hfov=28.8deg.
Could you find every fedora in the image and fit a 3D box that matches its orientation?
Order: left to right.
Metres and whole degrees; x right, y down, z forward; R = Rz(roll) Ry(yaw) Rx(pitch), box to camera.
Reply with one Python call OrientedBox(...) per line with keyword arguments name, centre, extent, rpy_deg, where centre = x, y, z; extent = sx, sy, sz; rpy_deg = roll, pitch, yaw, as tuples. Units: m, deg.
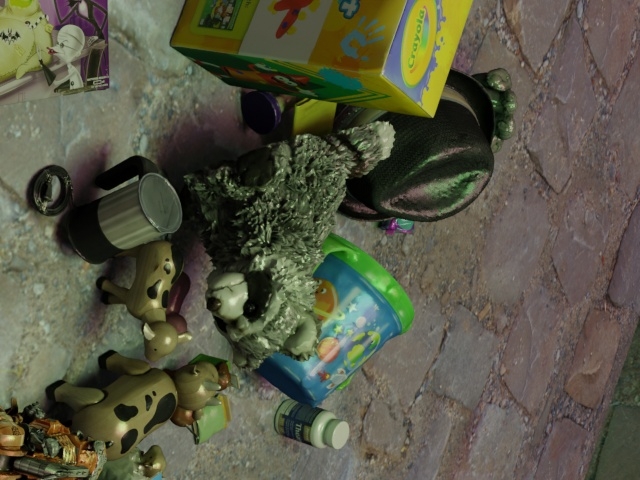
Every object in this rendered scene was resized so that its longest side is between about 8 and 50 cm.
OrientedBox(name="fedora", centre=(0.168, -0.130, 2.096), extent=(0.334, 0.152, 0.334), rpy_deg=(-14, 129, -18))

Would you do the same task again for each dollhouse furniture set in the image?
OrientedBox(name="dollhouse furniture set", centre=(-0.162, 0.253, 1.966), extent=(0.076, 0.058, 0.152), rpy_deg=(-35, 128, -43))

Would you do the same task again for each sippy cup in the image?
OrientedBox(name="sippy cup", centre=(-0.004, 0.138, 2.027), extent=(0.305, 0.240, 0.224), rpy_deg=(48, 71, -23))

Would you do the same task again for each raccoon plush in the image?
OrientedBox(name="raccoon plush", centre=(0.000, 0.000, 1.815), extent=(0.446, 0.216, 0.299), rpy_deg=(-20, 90, -31))

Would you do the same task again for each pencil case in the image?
OrientedBox(name="pencil case", centre=(0.147, -0.089, 2.278), extent=(0.070, 0.064, 0.152), rpy_deg=(-24, 121, -67))

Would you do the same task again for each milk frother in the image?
OrientedBox(name="milk frother", centre=(-0.281, -0.050, 1.629), extent=(0.143, 0.134, 0.129), rpy_deg=(5, 67, -58))

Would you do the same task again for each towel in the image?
OrientedBox(name="towel", centre=(-0.018, -0.138, 1.997), extent=(0.102, 0.021, 0.237), rpy_deg=(-36, 149, -38))

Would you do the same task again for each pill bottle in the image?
OrientedBox(name="pill bottle", centre=(-0.013, 0.318, 2.142), extent=(0.067, 0.120, 0.067), rpy_deg=(-22, 118, -50))

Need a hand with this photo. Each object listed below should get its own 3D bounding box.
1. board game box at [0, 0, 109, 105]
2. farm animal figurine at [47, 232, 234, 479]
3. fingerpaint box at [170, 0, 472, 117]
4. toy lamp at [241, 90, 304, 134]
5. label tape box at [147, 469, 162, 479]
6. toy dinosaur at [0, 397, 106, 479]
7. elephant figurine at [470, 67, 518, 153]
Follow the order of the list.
OrientedBox(name="board game box", centre=(-0.392, -0.263, 1.483), extent=(0.347, 0.056, 0.208), rpy_deg=(-20, 113, -50))
OrientedBox(name="farm animal figurine", centre=(-0.235, 0.188, 1.742), extent=(0.327, 0.172, 0.330), rpy_deg=(-48, 136, -34))
OrientedBox(name="fingerpaint box", centre=(0.042, -0.423, 1.753), extent=(0.163, 0.371, 0.445), rpy_deg=(30, 76, -54))
OrientedBox(name="toy lamp", centre=(-0.012, -0.242, 1.997), extent=(0.274, 0.080, 0.080), rpy_deg=(-29, 124, -43))
OrientedBox(name="label tape box", centre=(-0.366, 0.450, 1.658), extent=(0.333, 0.106, 0.241), rpy_deg=(-35, 144, -43))
OrientedBox(name="toy dinosaur", centre=(-0.401, 0.238, 1.486), extent=(0.322, 0.218, 0.164), rpy_deg=(48, 63, -50))
OrientedBox(name="elephant figurine", centre=(0.225, -0.243, 2.276), extent=(0.186, 0.239, 0.169), rpy_deg=(122, -37, -68))
